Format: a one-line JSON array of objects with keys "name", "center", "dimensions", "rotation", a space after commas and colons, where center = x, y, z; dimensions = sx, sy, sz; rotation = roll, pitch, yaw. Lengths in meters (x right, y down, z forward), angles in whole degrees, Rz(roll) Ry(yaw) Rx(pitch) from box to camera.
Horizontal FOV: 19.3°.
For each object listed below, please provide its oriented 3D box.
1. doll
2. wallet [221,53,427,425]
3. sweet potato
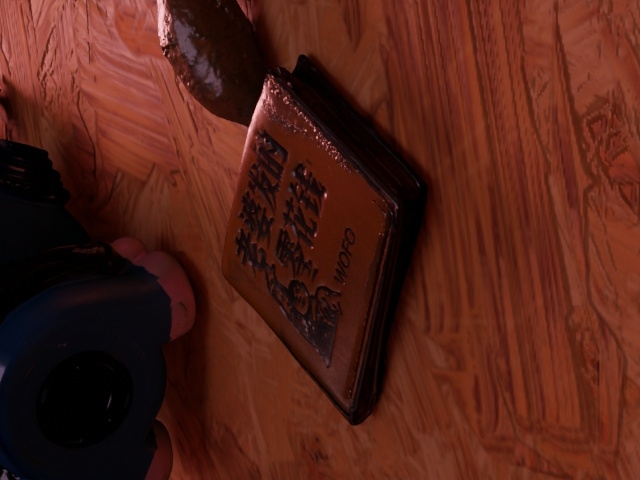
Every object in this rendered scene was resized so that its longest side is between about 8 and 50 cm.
[{"name": "doll", "center": [-0.258, 0.070, 1.497], "dimensions": [0.310, 0.240, 0.284], "rotation": [30, 102, 51]}, {"name": "wallet", "center": [-0.003, 0.000, 1.223], "dimensions": [0.161, 0.042, 0.195], "rotation": [50, 140, 37]}, {"name": "sweet potato", "center": [-0.086, -0.165, 1.278], "dimensions": [0.068, 0.068, 0.226], "rotation": [-40, 66, 56]}]
